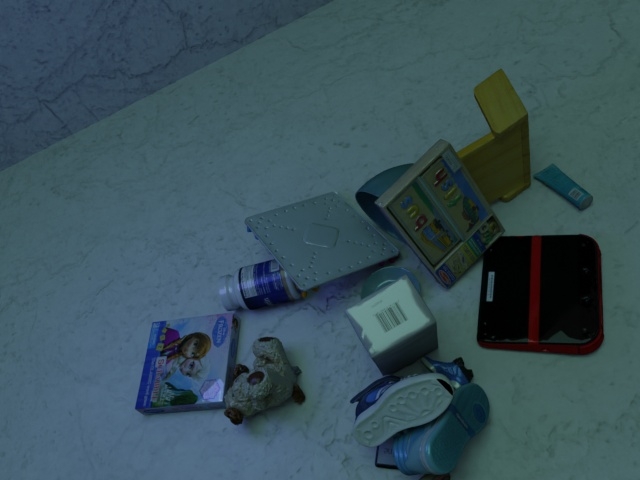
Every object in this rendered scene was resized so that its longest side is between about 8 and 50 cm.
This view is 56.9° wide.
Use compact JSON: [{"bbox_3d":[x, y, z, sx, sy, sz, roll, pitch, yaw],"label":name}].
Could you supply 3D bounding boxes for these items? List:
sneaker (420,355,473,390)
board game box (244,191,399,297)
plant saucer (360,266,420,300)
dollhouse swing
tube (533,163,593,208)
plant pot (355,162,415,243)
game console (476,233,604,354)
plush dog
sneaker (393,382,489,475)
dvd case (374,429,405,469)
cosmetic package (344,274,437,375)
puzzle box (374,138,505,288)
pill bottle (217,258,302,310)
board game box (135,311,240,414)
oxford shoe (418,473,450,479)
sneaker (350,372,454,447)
[{"bbox_3d":[0.371,0.365,1.711,0.152,0.058,0.084,34,79,31],"label":"sneaker"},{"bbox_3d":[0.000,0.000,2.006,0.390,0.050,0.390,-19,46,-29],"label":"board game box"},{"bbox_3d":[0.228,0.176,1.910,0.195,0.037,0.194,-10,55,15],"label":"plant saucer"},{"bbox_3d":[0.508,-0.297,1.936,0.305,0.347,0.315,-19,53,9],"label":"dollhouse swing"},{"bbox_3d":[0.799,-0.181,1.939,0.080,0.052,0.207,-29,47,-6],"label":"tube"},{"bbox_3d":[0.286,-0.138,1.933,0.290,0.290,0.195,31,77,34],"label":"plant pot"},{"bbox_3d":[0.655,0.150,1.765,0.342,0.060,0.386,-3,55,26],"label":"game console"},{"bbox_3d":[-0.193,0.456,1.814,0.225,0.210,0.262,-29,22,17],"label":"plush dog"},{"bbox_3d":[0.306,0.502,1.578,0.319,0.208,0.127,-30,86,-43],"label":"sneaker"},{"bbox_3d":[0.256,0.520,1.672,0.180,0.022,0.253,-1,57,20],"label":"dvd case"},{"bbox_3d":[0.208,0.252,1.643,0.197,0.365,0.155,-30,68,-2],"label":"cosmetic package"},{"bbox_3d":[0.370,-0.069,1.778,0.272,0.409,0.052,-44,34,-1],"label":"puzzle box"},{"bbox_3d":[-0.206,0.153,2.016,0.265,0.153,0.153,-14,53,11],"label":"pill bottle"},{"bbox_3d":[-0.440,0.410,1.980,0.318,0.066,0.318,-9,54,14],"label":"board game box"},{"bbox_3d":[0.176,0.685,1.528,0.348,0.123,0.130,-35,47,-6],"label":"oxford shoe"},{"bbox_3d":[0.226,0.405,1.600,0.323,0.130,0.236,-41,5,25],"label":"sneaker"}]
